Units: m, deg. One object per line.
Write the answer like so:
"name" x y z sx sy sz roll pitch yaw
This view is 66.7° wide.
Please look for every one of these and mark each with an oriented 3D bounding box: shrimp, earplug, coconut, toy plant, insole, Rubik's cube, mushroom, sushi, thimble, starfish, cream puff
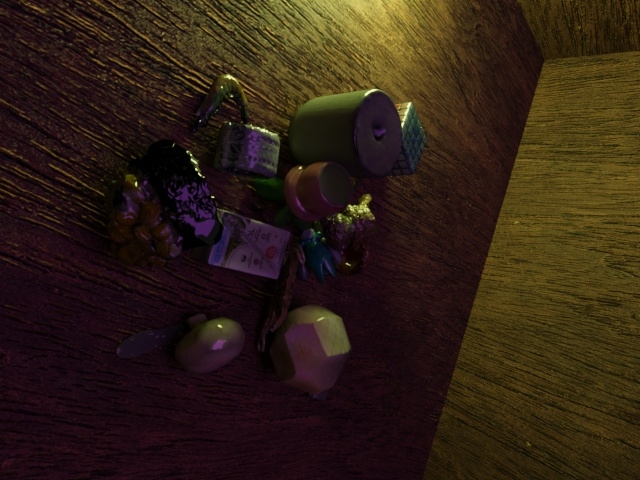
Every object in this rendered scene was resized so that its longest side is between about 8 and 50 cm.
"shrimp" -0.330 -0.429 1.670 0.198 0.051 0.262 46 62 -43
"earplug" 0.064 -0.394 1.846 0.312 0.393 0.313 -10 103 -50
"coconut" -0.039 0.449 1.974 0.352 0.352 0.353 -13 108 -45
"toy plant" -0.047 -0.150 1.782 0.317 0.356 0.211 40 50 -33
"insole" -0.559 0.331 1.619 0.247 0.011 0.081 -10 108 -47
"Rubik's cube" 0.319 -0.452 2.210 0.237 0.238 0.237 55 49 -42
"mushroom" -0.389 0.346 1.676 0.246 0.246 0.202 -25 75 -41
"sushi" -0.478 -0.097 1.391 0.285 0.327 0.329 -25 118 -29
"thimble" -0.251 -0.301 1.652 0.245 0.217 0.157 4 93 -75
"starfish" -0.152 0.229 1.864 0.082 0.324 0.432 19 80 -13
"cream puff" 0.151 0.068 2.242 0.169 0.183 0.184 -9 107 -72

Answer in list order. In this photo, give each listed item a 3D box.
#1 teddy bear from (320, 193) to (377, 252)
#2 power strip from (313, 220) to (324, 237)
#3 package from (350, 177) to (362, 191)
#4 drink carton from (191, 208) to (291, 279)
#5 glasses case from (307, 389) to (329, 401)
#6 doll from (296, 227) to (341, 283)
"teddy bear" 0.126 -0.070 2.076 0.296 0.222 0.247 -72 150 -74
"power strip" 0.000 0.000 2.134 0.081 0.035 0.192 -5 103 -47
"package" 0.113 -0.291 2.141 0.288 0.108 0.223 -53 134 -29
"drink carton" -0.281 0.013 1.761 0.324 0.132 0.194 18 86 -46
"glasses case" 0.038 0.604 2.290 0.114 0.060 0.299 39 70 -44
"doll" -0.007 0.049 2.039 0.153 0.194 0.259 58 33 -88
